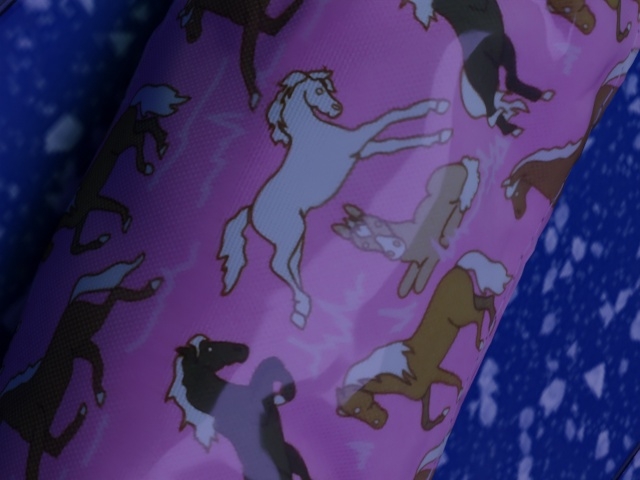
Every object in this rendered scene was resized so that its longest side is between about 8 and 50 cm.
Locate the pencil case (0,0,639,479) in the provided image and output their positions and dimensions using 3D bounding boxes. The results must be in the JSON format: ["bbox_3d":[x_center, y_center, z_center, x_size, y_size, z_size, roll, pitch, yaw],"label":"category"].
[{"bbox_3d":[0.000,0.000,0.664,0.167,0.160,0.386,28,84,-54],"label":"pencil case"}]
